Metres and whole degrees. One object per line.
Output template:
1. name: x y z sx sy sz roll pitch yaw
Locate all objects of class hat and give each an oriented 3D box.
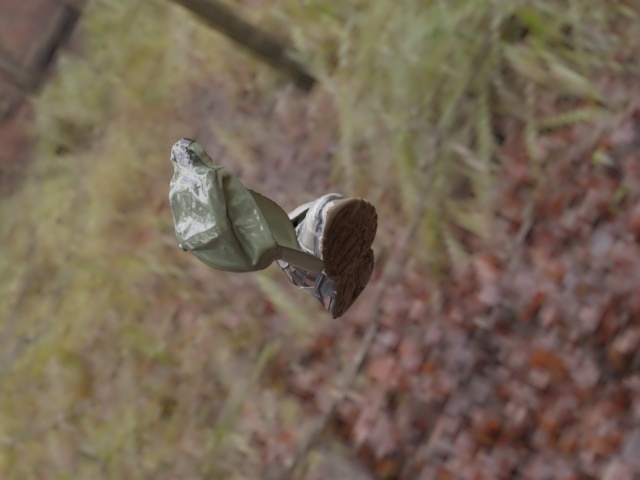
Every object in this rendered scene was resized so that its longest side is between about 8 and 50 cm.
1. hat: -0.074 -0.014 1.817 0.081 0.166 0.122 -49 44 15

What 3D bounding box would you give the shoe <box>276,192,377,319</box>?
1. shoe: 0.000 0.000 2.028 0.089 0.092 0.180 -50 -24 -23
